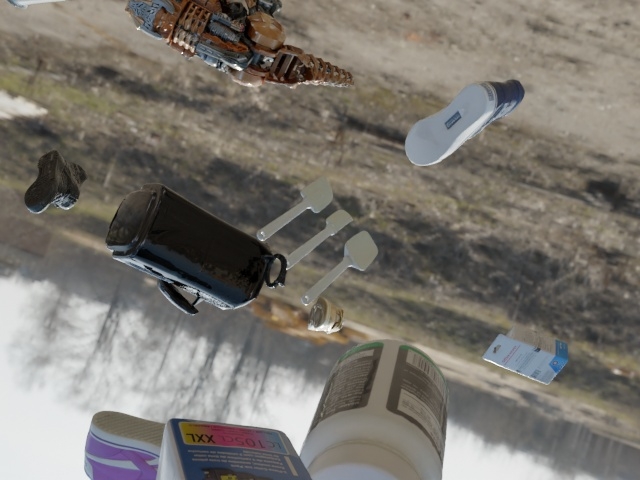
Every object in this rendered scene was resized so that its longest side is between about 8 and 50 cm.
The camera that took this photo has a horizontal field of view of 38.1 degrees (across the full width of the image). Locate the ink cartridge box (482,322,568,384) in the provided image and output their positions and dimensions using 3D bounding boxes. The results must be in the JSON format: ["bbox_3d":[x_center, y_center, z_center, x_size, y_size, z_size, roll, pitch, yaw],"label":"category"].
[{"bbox_3d":[0.230,0.125,1.045,0.083,0.028,0.048,22,131,-5],"label":"ink cartridge box"}]

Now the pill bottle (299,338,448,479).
[{"bbox_3d":[0.079,0.303,1.346,0.204,0.204,0.361,19,-160,5],"label":"pill bottle"}]

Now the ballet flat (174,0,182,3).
[{"bbox_3d":[-0.148,-0.503,1.592,0.124,0.342,0.116,58,171,-1],"label":"ballet flat"}]

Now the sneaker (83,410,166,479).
[{"bbox_3d":[-0.309,0.432,1.750,0.282,0.161,0.102,18,-161,4],"label":"sneaker"}]

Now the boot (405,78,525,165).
[{"bbox_3d":[0.206,-0.166,1.322,0.086,0.069,0.190,-14,168,-37],"label":"boot"}]

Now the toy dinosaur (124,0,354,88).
[{"bbox_3d":[-0.111,-0.269,1.265,0.322,0.164,0.218,40,-164,-33],"label":"toy dinosaur"}]

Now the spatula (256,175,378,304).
[{"bbox_3d":[0.000,0.000,1.493,0.019,0.168,0.242,-29,-174,35],"label":"spatula"}]

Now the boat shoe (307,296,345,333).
[{"bbox_3d":[0.017,0.142,1.724,0.059,0.063,0.170,11,172,-7],"label":"boat shoe"}]

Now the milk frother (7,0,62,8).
[{"bbox_3d":[-0.322,-0.367,1.207,0.135,0.129,0.143,2,-177,23],"label":"milk frother"}]

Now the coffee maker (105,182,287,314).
[{"bbox_3d":[-0.159,0.004,1.178,0.178,0.120,0.171,30,141,-34],"label":"coffee maker"}]

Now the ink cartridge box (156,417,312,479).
[{"bbox_3d":[-0.076,0.372,0.864,0.151,0.270,0.395,8,-170,-15],"label":"ink cartridge box"}]

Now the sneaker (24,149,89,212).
[{"bbox_3d":[-0.415,-0.079,1.471,0.051,0.170,0.089,-17,130,11],"label":"sneaker"}]
